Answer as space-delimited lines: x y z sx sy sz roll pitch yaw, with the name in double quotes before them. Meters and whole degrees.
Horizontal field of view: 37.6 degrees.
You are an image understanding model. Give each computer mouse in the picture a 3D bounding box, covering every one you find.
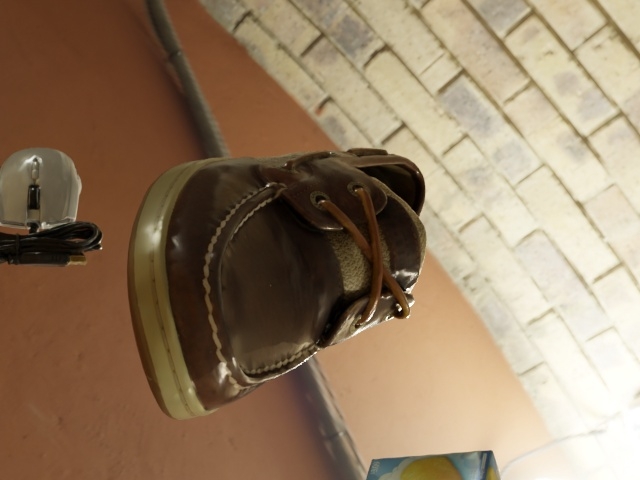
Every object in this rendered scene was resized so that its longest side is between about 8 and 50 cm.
"computer mouse" -0.230 -0.036 0.750 0.106 0.042 0.193 -3 -152 -13

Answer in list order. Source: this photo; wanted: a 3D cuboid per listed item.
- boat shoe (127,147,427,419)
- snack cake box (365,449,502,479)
"boat shoe" 0.000 0.000 0.550 0.342 0.123 0.123 -36 -66 -72
"snack cake box" 0.107 0.348 1.003 0.264 0.152 0.089 -63 -42 -56
